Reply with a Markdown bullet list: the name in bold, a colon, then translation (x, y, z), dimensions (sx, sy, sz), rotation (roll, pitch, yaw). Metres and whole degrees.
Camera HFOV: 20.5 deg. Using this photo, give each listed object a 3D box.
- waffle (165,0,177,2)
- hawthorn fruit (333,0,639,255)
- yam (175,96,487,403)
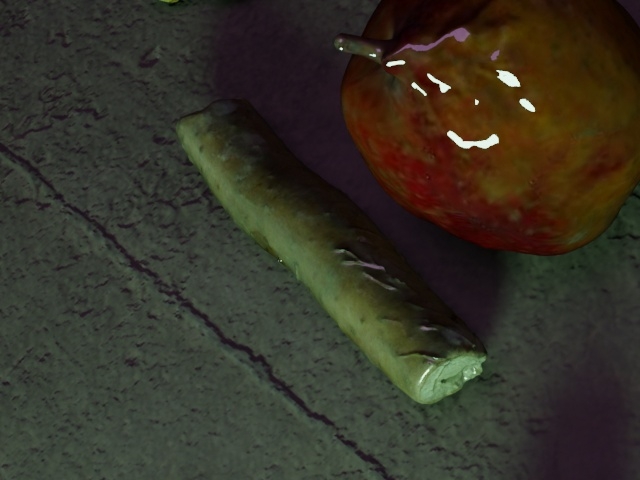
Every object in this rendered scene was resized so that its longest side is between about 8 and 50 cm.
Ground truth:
- **waffle**: translation (-0.049, -0.314, 1.446), dimensions (0.291, 0.051, 0.291), rotation (-10, 63, 19)
- **hawthorn fruit**: translation (0.100, -0.094, 1.140), dimensions (0.208, 0.248, 0.208), rotation (-6, 80, 38)
- **yam**: translation (0.000, 0.000, 1.242), dimensions (0.071, 0.067, 0.317), rotation (-14, 46, -35)
